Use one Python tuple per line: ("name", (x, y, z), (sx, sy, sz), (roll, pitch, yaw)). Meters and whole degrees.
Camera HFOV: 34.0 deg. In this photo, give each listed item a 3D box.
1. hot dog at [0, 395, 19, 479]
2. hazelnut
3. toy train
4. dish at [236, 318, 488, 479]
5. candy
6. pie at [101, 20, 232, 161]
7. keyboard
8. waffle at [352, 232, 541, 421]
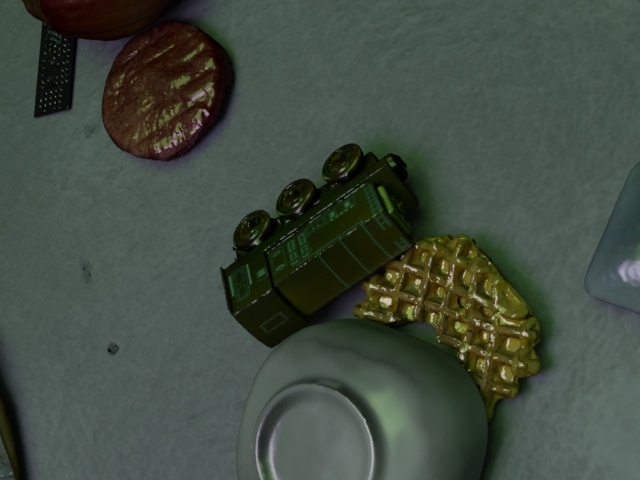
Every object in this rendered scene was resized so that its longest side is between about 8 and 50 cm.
("hot dog", (-0.438, 0.223, 1.248), (0.163, 0.082, 0.270), (-33, 70, 24))
("hazelnut", (-0.259, -0.328, 1.277), (0.181, 0.181, 0.212), (-60, 34, 31))
("toy train", (0.000, 0.000, 1.069), (0.225, 0.090, 0.137), (-36, 35, 13))
("dish", (0.021, 0.195, 0.979), (0.256, 0.117, 0.256), (-4, 83, 30))
("candy", (0.336, 0.014, 0.927), (0.174, 0.071, 0.138), (22, 86, 31))
("pie", (-0.188, -0.181, 1.262), (0.182, 0.049, 0.182), (-9, 69, 25))
("keyboard", (-0.349, -0.259, 1.389), (0.064, 0.010, 0.198), (-9, 71, 26))
("waffle", (0.127, 0.081, 1.024), (0.149, 0.051, 0.194), (-46, 65, 19))
